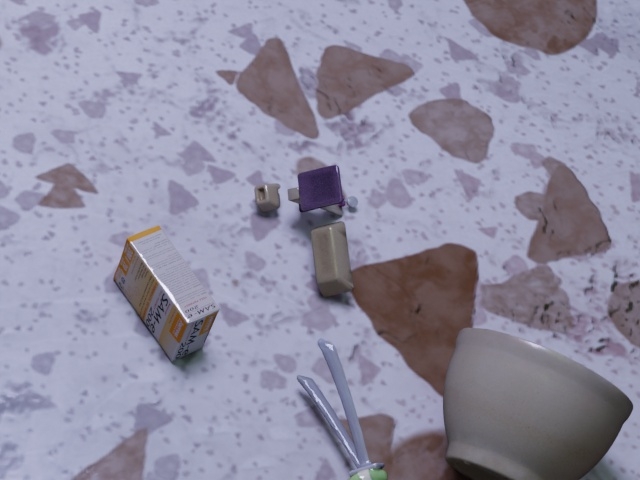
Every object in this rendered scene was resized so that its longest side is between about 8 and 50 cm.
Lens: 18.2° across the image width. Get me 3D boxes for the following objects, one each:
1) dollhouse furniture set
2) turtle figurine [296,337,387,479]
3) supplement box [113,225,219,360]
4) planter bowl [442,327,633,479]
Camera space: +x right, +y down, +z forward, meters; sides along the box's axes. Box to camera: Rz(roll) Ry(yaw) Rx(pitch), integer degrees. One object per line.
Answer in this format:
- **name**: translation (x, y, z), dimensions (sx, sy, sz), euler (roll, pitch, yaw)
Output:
- **dollhouse furniture set**: translation (0.000, 0.000, 1.835), dimensions (0.081, 0.091, 0.114), euler (16, 64, -62)
- **turtle figurine**: translation (0.066, 0.220, 1.570), dimensions (0.266, 0.198, 0.274), euler (26, 54, 1)
- **supplement box**: translation (-0.134, 0.045, 1.718), dimensions (0.036, 0.062, 0.098), euler (-23, 64, -33)
- **planter bowl**: translation (0.171, 0.158, 1.695), dimensions (0.162, 0.162, 0.109), euler (25, 76, 0)
